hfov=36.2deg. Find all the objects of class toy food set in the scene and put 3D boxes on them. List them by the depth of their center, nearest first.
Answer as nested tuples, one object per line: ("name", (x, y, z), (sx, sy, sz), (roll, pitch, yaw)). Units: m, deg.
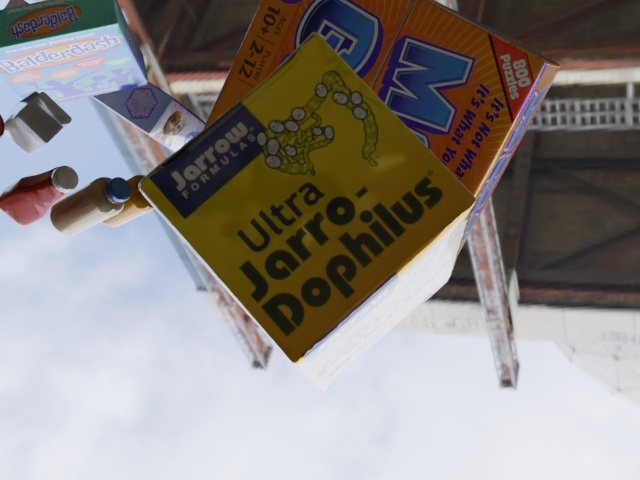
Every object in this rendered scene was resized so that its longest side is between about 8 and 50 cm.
("toy food set", (-0.257, -0.085, 0.938), (0.104, 0.232, 0.111), (-21, -146, 39))

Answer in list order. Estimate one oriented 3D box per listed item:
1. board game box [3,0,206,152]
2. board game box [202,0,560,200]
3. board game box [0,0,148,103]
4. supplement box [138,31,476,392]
("board game box", (-0.297, -0.223, 1.517), (0.318, 0.318, 0.066), (34, -90, 18))
("board game box", (0.088, -0.171, 1.386), (0.356, 0.356, 0.356), (29, -74, 10))
("board game box", (-0.299, -0.220, 1.149), (0.160, 0.210, 0.047), (-12, -99, -2))
("supplement box", (0.000, 0.000, 0.919), (0.194, 0.356, 0.195), (-42, -102, -5))
